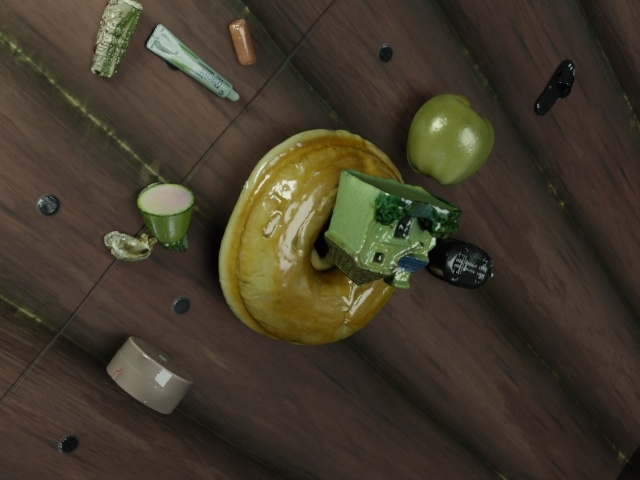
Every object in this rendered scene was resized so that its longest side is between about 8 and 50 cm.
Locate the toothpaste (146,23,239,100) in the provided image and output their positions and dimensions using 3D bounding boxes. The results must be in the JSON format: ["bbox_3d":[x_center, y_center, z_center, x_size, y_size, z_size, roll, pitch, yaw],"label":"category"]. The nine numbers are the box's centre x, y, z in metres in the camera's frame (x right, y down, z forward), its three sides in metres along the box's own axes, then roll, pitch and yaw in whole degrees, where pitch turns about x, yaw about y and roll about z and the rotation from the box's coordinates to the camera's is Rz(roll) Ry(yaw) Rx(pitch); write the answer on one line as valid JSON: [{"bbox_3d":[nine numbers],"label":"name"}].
[{"bbox_3d":[-0.221,-0.306,1.374,0.197,0.029,0.048,34,85,-35],"label":"toothpaste"}]

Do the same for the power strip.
[{"bbox_3d":[-0.312,0.248,1.433,0.154,0.154,0.078,39,84,-38],"label":"power strip"}]

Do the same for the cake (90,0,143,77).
[{"bbox_3d":[-0.342,-0.341,1.279,0.051,0.055,0.140,13,116,-39],"label":"cake"}]

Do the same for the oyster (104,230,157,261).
[{"bbox_3d":[-0.349,0.007,1.407,0.083,0.038,0.080,39,55,-11],"label":"oyster"}]

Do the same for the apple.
[{"bbox_3d":[0.277,-0.216,1.658,0.200,0.200,0.200,-13,114,-31],"label":"apple"}]

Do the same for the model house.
[{"bbox_3d":[0.132,-0.004,1.390,0.214,0.195,0.189,11,106,-33],"label":"model house"}]

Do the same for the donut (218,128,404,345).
[{"bbox_3d":[0.000,0.000,1.536,0.449,0.198,0.449,-11,111,-30],"label":"donut"}]

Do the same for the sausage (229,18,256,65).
[{"bbox_3d":[-0.141,-0.359,1.407,0.034,0.034,0.083,-30,122,-23],"label":"sausage"}]

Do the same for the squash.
[{"bbox_3d":[-0.279,-0.026,1.410,0.105,0.105,0.132,-21,136,-28],"label":"squash"}]

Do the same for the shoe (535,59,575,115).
[{"bbox_3d":[0.593,-0.372,1.909,0.062,0.053,0.159,41,84,-34],"label":"shoe"}]

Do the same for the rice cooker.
[{"bbox_3d":[0.333,0.056,1.849,0.165,0.106,0.112,17,93,-27],"label":"rice cooker"}]
